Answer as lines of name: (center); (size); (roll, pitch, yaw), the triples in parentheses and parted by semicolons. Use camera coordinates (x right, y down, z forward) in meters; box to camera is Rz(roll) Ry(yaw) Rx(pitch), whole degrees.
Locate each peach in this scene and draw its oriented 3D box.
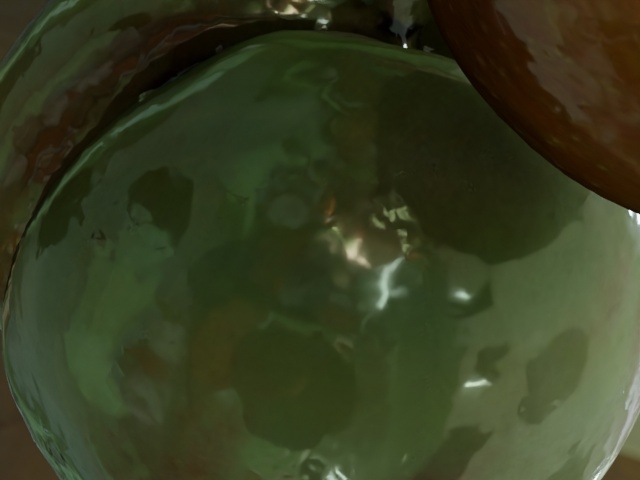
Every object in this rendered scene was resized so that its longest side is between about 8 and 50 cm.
peach: (0.000, 0.001, 0.711); (0.292, 0.247, 0.292); (175, -90, -65)

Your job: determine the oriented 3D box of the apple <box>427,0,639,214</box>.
apple: (0.124, -0.131, 0.473); (0.272, 0.206, 0.251); (85, 1, -68)
